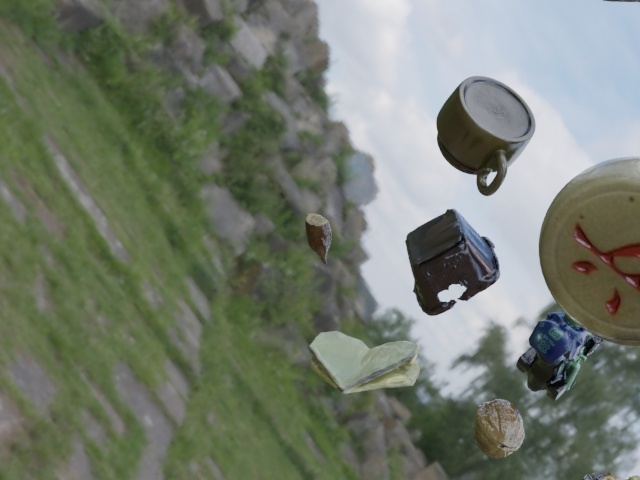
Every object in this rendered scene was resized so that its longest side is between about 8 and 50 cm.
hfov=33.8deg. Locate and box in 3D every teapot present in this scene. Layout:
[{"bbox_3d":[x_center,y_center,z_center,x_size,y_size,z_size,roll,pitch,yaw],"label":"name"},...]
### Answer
[{"bbox_3d":[0.320,-0.202,2.136,0.175,0.185,0.268,122,-32,-46],"label":"teapot"}]

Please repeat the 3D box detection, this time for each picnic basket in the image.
[{"bbox_3d":[0.289,0.038,2.458,0.129,0.222,0.297,56,11,-15],"label":"picnic basket"}]

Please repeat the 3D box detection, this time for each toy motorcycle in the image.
[{"bbox_3d":[0.529,0.229,2.329,0.125,0.196,0.331,45,-27,23],"label":"toy motorcycle"}]

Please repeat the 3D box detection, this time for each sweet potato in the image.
[{"bbox_3d":[0.000,0.000,1.984,0.049,0.049,0.117,-127,-161,-49],"label":"sweet potato"}]

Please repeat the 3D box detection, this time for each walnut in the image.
[{"bbox_3d":[0.344,0.362,2.045,0.105,0.105,0.124,54,18,-31],"label":"walnut"}]

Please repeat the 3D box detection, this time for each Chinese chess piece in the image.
[{"bbox_3d":[0.408,0.014,1.362,0.250,0.249,0.103,54,38,1],"label":"Chinese chess piece"}]

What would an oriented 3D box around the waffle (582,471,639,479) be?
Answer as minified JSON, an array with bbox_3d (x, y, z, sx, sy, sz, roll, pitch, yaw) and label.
[{"bbox_3d":[0.414,0.403,1.337,0.307,0.060,0.312,20,25,-8],"label":"waffle"}]

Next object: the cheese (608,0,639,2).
[{"bbox_3d":[0.663,-0.415,1.737,0.085,0.400,0.034,52,40,-81],"label":"cheese"}]

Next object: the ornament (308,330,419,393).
[{"bbox_3d":[0.065,0.224,1.874,0.180,0.201,0.059,-43,135,-58],"label":"ornament"}]
